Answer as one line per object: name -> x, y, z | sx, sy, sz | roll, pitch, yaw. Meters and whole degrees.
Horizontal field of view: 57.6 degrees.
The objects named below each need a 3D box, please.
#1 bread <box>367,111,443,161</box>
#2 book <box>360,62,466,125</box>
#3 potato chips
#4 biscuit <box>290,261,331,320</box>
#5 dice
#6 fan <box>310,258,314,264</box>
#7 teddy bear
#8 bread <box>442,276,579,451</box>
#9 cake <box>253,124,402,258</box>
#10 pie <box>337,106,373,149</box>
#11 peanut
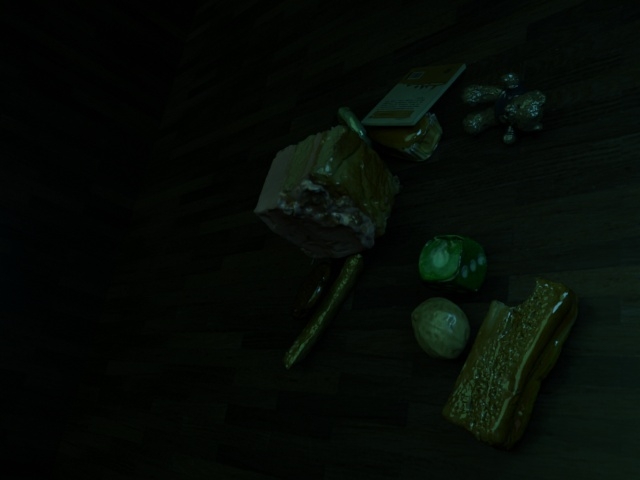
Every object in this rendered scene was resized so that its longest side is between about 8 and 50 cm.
bread -> 0.247, -0.329, 1.769 | 0.241, 0.107, 0.136 | 30, 89, 52
book -> 0.279, -0.440, 1.757 | 0.208, 0.020, 0.295 | 13, 53, 47
potato chips -> 0.014, 0.211, 1.743 | 0.057, 0.080, 0.407 | 36, 95, 35
biscuit -> -0.029, 0.157, 1.795 | 0.212, 0.036, 0.212 | -55, 11, 17
dice -> 0.328, 0.063, 1.443 | 0.131, 0.120, 0.128 | -7, 65, 49
fan -> 0.000, 0.000, 1.933 | 0.113, 0.005, 0.175 | 7, 73, 49
teddy bear -> 0.483, -0.349, 1.509 | 0.129, 0.182, 0.251 | -32, 32, -20
bread -> 0.408, 0.251, 1.258 | 0.185, 0.109, 0.380 | 22, 85, 56
cake -> 0.017, -0.131, 1.704 | 0.307, 0.314, 0.293 | -12, 45, 39
pie -> 0.114, -0.311, 1.828 | 0.054, 0.240, 0.240 | -27, 44, -2
peanut -> 0.287, 0.211, 1.410 | 0.159, 0.109, 0.140 | 24, 87, 50
